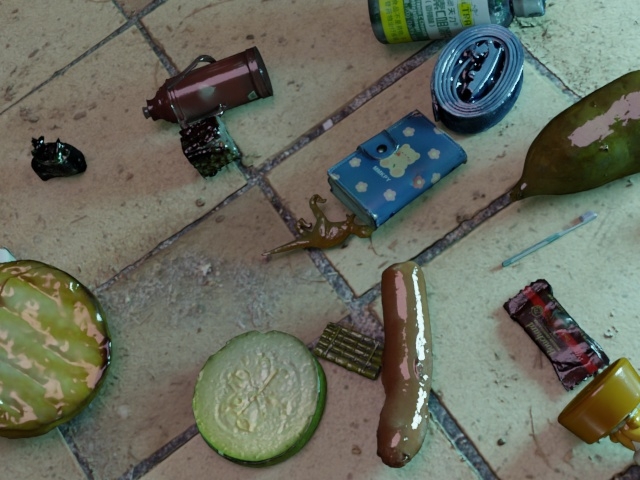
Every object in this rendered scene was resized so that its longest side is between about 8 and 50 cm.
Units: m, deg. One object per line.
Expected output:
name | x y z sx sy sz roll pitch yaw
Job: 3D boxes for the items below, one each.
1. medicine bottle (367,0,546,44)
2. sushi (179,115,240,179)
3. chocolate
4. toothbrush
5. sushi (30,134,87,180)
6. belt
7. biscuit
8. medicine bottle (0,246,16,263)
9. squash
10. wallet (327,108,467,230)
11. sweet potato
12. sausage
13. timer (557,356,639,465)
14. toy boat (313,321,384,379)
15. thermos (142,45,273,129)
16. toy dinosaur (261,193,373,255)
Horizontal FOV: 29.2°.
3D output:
medicine bottle | 0.236 -0.420 2.108 0.293 0.141 0.141 -4 62 15
sushi | -0.194 -0.166 2.136 0.084 0.098 0.094 -25 61 5
chocolate | 0.352 0.137 1.844 0.086 0.028 0.182 -33 60 2
toothbrush | 0.357 -0.003 1.925 0.167 0.011 0.014 -29 53 1
sushi | -0.479 -0.149 2.227 0.083 0.084 0.056 7 66 19
belt | 0.260 -0.265 2.053 0.141 0.082 0.190 25 73 18
biscuit | -0.489 0.178 2.008 0.296 0.102 0.296 4 68 -11
medicine bottle | -0.580 0.126 2.118 0.115 0.078 0.219 -13 60 6
squash | -0.097 0.248 1.927 0.219 0.041 0.219 -8 64 16
wallet | 0.120 -0.119 2.017 0.202 0.059 0.141 -37 57 -14
sweet potato | 0.454 -0.169 1.904 0.370 0.158 0.157 -20 59 12
sausage | 0.128 0.187 1.857 0.079 0.087 0.326 -26 53 45
timer | 0.430 0.261 1.717 0.132 0.132 0.152 -43 81 -7
toy boat | 0.050 0.172 1.927 0.115 0.016 0.063 20 70 25
thermos | -0.207 -0.261 2.191 0.232 0.099 0.124 -19 60 6
toy dinosaur | 0.000 0.000 2.023 0.126 0.039 0.162 37 80 28
